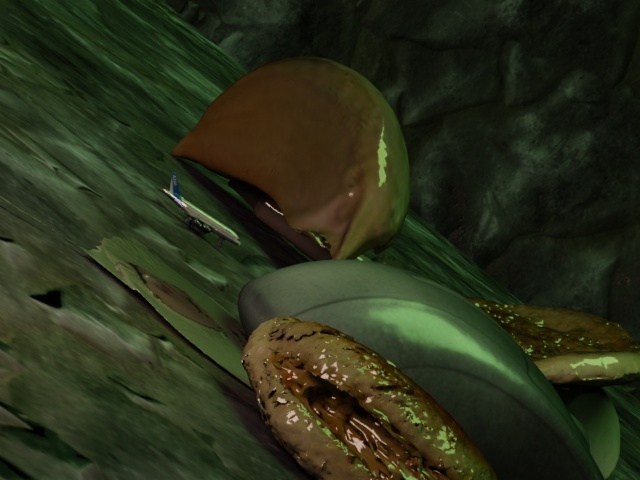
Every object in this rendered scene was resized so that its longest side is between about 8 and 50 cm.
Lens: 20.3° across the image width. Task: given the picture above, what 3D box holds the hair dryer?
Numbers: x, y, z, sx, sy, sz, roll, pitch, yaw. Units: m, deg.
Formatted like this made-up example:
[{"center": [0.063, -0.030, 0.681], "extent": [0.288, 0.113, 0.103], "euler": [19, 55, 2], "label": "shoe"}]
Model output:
[{"center": [-0.003, -0.001, 1.839], "extent": [0.220, 0.053, 0.195], "euler": [38, 6, -2], "label": "hair dryer"}]

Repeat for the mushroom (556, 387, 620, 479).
[{"center": [0.192, 0.151, 1.694], "extent": [0.118, 0.103, 0.270], "euler": [28, 3, -29], "label": "mushroom"}]

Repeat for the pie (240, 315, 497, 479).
[{"center": [0.035, 0.115, 1.081], "extent": [0.193, 0.079, 0.163], "euler": [39, 2, -5], "label": "pie"}]

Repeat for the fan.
[{"center": [-0.121, 0.021, 1.149], "extent": [0.310, 0.010, 0.182], "euler": [35, 7, -41], "label": "fan"}]

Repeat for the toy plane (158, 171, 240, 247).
[{"center": [-0.103, -0.020, 1.516], "extent": [0.084, 0.024, 0.078], "euler": [45, 5, -1], "label": "toy plane"}]

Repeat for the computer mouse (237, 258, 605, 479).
[{"center": [0.105, 0.121, 1.285], "extent": [0.371, 0.122, 0.188], "euler": [40, 5, -24], "label": "computer mouse"}]

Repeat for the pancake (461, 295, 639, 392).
[{"center": [0.167, 0.093, 1.588], "extent": [0.282, 0.049, 0.282], "euler": [8, 9, -1], "label": "pancake"}]

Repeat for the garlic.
[{"center": [0.004, -0.056, 1.768], "extent": [0.338, 0.196, 0.151], "euler": [45, -16, 47], "label": "garlic"}]
